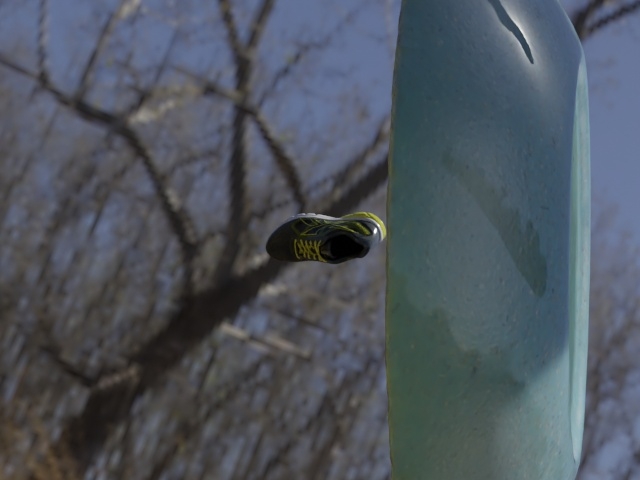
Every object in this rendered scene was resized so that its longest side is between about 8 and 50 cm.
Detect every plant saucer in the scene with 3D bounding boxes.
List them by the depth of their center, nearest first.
[{"bbox_3d":[0.048,0.005,0.477,0.037,0.195,0.195,0,-20,11],"label":"plant saucer"}]

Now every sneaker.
[{"bbox_3d":[0.000,0.000,1.244,0.083,0.035,0.031,-11,-70,22],"label":"sneaker"}]
